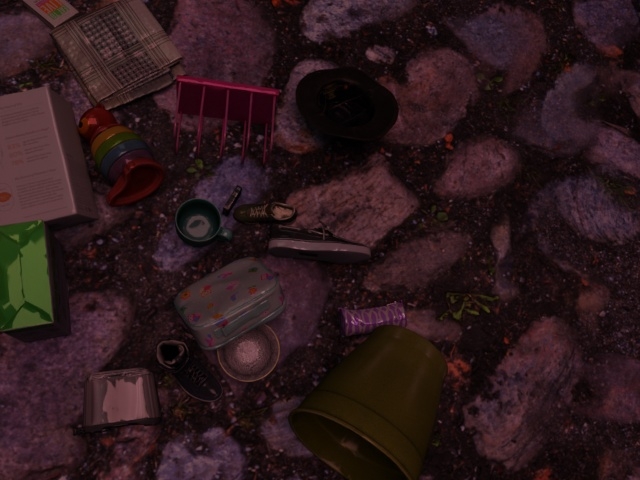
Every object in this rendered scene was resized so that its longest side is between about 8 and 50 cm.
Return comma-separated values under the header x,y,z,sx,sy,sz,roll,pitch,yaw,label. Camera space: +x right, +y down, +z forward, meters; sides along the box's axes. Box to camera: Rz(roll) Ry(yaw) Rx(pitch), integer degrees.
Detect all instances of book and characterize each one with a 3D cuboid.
x,y,z,sx,sy,sz,roll,pitch,yaw,label
-0.832,-0.718,1.841,0.144,0.035,0.096,40,67,3,book

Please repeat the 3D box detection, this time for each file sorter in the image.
x,y,z,sx,sy,sz,roll,pitch,yaw,label
-0.285,-0.339,1.765,0.291,0.202,0.182,6,75,-11,file sorter

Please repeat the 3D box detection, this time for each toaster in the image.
x,y,z,sx,sy,sz,roll,pitch,yaw,label
-0.520,0.413,1.537,0.227,0.129,0.146,-5,72,-12,toaster

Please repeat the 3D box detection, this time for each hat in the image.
x,y,z,sx,sy,sz,roll,pitch,yaw,label
0.075,-0.400,1.900,0.332,0.134,0.331,4,55,-6,hat

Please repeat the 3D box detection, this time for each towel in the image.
x,y,z,sx,sy,sz,roll,pitch,yaw,label
-0.613,-0.575,1.829,0.312,0.056,0.324,-32,86,-19,towel

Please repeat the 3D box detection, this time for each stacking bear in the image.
x,y,z,sx,sy,sz,roll,pitch,yaw,label
-0.587,-0.262,1.701,0.289,0.175,0.164,50,29,15,stacking bear

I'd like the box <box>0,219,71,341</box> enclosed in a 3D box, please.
x,y,z,sx,sy,sz,roll,pitch,yaw,label
-0.727,0.109,1.519,0.127,0.231,0.261,-9,77,-15,box

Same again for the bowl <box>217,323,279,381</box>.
x,y,z,sx,sy,sz,roll,pitch,yaw,label
-0.204,0.309,1.661,0.170,0.080,0.170,4,73,-12,bowl

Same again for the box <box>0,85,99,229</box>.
x,y,z,sx,sy,sz,roll,pitch,yaw,label
-0.758,-0.201,1.588,0.215,0.168,0.345,-14,87,-2,box

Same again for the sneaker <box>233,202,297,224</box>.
x,y,z,sx,sy,sz,roll,pitch,yaw,label
-0.161,-0.088,1.781,0.192,0.086,0.064,4,74,-12,sneaker

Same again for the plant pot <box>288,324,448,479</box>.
x,y,z,sx,sy,sz,roll,pitch,yaw,label
0.164,0.429,1.595,0.366,0.366,0.353,39,58,0,plant pot

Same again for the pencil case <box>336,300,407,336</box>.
x,y,z,sx,sy,sz,roll,pitch,yaw,label
0.155,0.230,1.761,0.206,0.086,0.088,-6,89,-15,pencil case

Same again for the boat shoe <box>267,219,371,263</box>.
x,y,z,sx,sy,sz,roll,pitch,yaw,label
0.000,0.002,1.782,0.307,0.113,0.104,4,67,4,boat shoe

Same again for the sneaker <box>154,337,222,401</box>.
x,y,z,sx,sy,sz,roll,pitch,yaw,label
-0.349,0.344,1.576,0.226,0.163,0.086,40,68,-1,sneaker

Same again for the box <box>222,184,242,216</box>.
x,y,z,sx,sy,sz,roll,pitch,yaw,label
-0.263,-0.118,1.777,0.018,0.067,0.083,30,69,-4,box

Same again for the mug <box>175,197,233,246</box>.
x,y,z,sx,sy,sz,roll,pitch,yaw,label
-0.345,-0.035,1.718,0.130,0.097,0.157,-32,84,-20,mug

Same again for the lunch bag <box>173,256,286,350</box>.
x,y,z,sx,sy,sz,roll,pitch,yaw,label
-0.246,0.174,1.618,0.279,0.224,0.107,-30,127,-18,lunch bag
